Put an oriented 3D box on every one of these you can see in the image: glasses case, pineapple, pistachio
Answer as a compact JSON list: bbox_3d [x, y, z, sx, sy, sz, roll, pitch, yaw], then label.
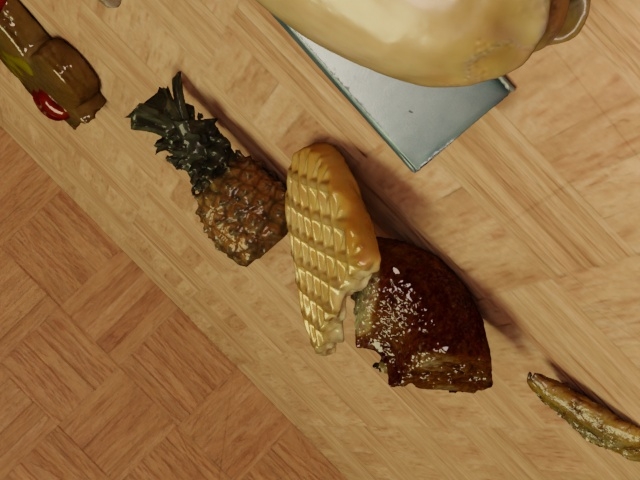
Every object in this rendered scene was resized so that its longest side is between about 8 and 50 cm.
[{"bbox_3d":[0.023,-0.184,1.103,0.266,0.105,0.056,48,-167,-9],"label":"glasses case"},{"bbox_3d":[-0.137,-0.089,1.811,0.248,0.128,0.128,50,167,-3],"label":"pineapple"},{"bbox_3d":[0.026,-0.206,0.850,0.293,0.162,0.181,45,132,16],"label":"pistachio"}]

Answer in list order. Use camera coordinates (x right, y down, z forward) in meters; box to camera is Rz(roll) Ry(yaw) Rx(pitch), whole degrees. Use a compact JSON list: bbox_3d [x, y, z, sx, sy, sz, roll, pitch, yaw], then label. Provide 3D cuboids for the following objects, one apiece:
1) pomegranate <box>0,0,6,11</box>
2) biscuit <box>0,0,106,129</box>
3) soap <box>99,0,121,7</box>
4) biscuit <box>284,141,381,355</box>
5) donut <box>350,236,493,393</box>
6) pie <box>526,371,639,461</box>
[{"bbox_3d":[-0.444,-0.306,1.513,0.221,0.221,0.256,41,169,19],"label":"pomegranate"},{"bbox_3d":[-0.507,-0.332,2.305,0.394,0.076,0.368,49,167,-15],"label":"biscuit"},{"bbox_3d":[-0.301,-0.369,1.530,0.257,0.080,0.160,38,166,26],"label":"soap"},{"bbox_3d":[0.000,0.000,1.595,0.309,0.040,0.204,112,146,-66],"label":"biscuit"},{"bbox_3d":[0.107,0.073,1.581,0.126,0.144,0.186,95,165,-66],"label":"donut"},{"bbox_3d":[0.292,0.193,1.532,0.170,0.034,0.092,31,160,28],"label":"pie"}]
